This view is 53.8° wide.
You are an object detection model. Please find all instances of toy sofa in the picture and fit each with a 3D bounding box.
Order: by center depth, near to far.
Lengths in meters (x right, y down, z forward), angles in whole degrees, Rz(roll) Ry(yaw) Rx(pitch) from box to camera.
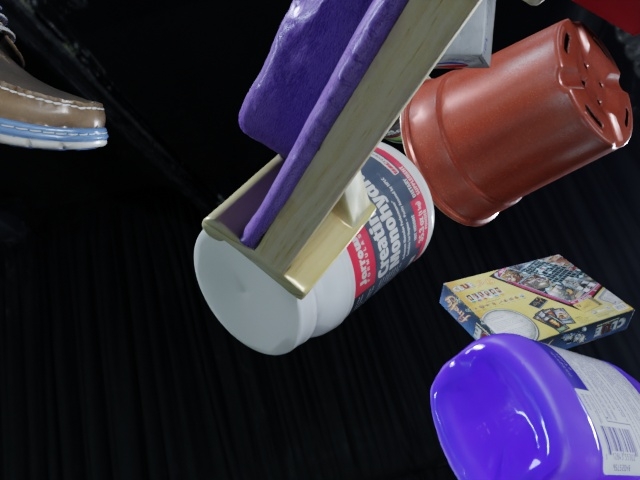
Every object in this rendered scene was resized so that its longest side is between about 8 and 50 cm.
[{"bbox_3d":[0.016,-0.128,0.487,0.150,0.177,0.362,-50,-2,-41],"label":"toy sofa"}]

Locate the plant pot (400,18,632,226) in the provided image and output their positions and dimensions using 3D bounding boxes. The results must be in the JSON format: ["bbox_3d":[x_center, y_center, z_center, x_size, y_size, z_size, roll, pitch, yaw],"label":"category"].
[{"bbox_3d":[0.314,-0.191,0.995,0.272,0.272,0.265,5,-20,-39],"label":"plant pot"}]

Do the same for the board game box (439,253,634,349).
[{"bbox_3d":[0.334,0.102,0.983,0.243,0.165,0.042,-11,-54,-23],"label":"board game box"}]

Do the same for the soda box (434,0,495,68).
[{"bbox_3d":[0.175,-0.369,0.800,0.098,0.286,0.091,5,6,21],"label":"soda box"}]

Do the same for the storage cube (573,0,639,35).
[{"bbox_3d":[0.471,-0.450,0.912,0.193,0.184,0.215,22,-12,-14],"label":"storage cube"}]

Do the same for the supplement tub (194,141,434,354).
[{"bbox_3d":[0.000,0.000,0.788,0.272,0.191,0.191,-34,-6,-42],"label":"supplement tub"}]

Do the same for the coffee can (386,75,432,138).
[{"bbox_3d":[0.169,-0.351,1.554,0.201,0.202,0.275,-26,-6,22],"label":"coffee can"}]

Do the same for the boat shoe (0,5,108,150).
[{"bbox_3d":[-0.195,-0.097,0.324,0.183,0.066,0.066,18,11,-1],"label":"boat shoe"}]

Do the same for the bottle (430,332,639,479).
[{"bbox_3d":[0.203,0.145,0.472,0.283,0.118,0.092,19,-54,-40],"label":"bottle"}]
